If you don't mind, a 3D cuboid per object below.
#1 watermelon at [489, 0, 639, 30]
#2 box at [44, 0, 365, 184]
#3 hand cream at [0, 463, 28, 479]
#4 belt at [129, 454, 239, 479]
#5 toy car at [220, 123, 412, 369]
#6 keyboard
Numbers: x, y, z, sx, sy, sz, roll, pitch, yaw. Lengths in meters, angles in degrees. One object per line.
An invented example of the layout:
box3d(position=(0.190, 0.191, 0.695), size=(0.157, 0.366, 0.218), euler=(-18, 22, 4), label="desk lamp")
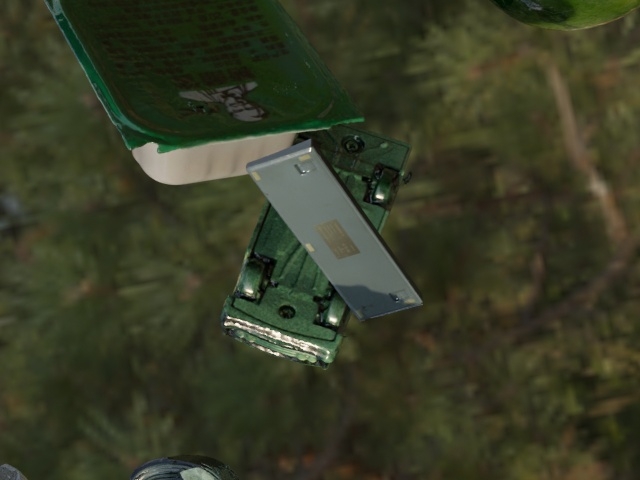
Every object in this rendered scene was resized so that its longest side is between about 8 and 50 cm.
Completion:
box3d(position=(0.236, -0.318, 1.759), size=(0.242, 0.242, 0.242), euler=(-11, -90, -83), label="watermelon")
box3d(position=(-0.141, -0.174, 2.033), size=(0.337, 0.264, 0.106), euler=(-122, 31, -42), label="box")
box3d(position=(-0.238, 0.359, 1.872), size=(0.140, 0.314, 0.089), euler=(-61, -21, 2), label="hand cream")
box3d(position=(-0.155, 0.296, 2.129), size=(0.058, 0.140, 0.105), euler=(-2, -92, -68), label="belt")
box3d(position=(0.000, 0.000, 2.047), size=(0.097, 0.141, 0.321), euler=(106, -176, -52), label="toy car")
box3d(position=(0.013, -0.004, 1.352), size=(0.176, 0.055, 0.014), euler=(53, -153, -37), label="keyboard")
